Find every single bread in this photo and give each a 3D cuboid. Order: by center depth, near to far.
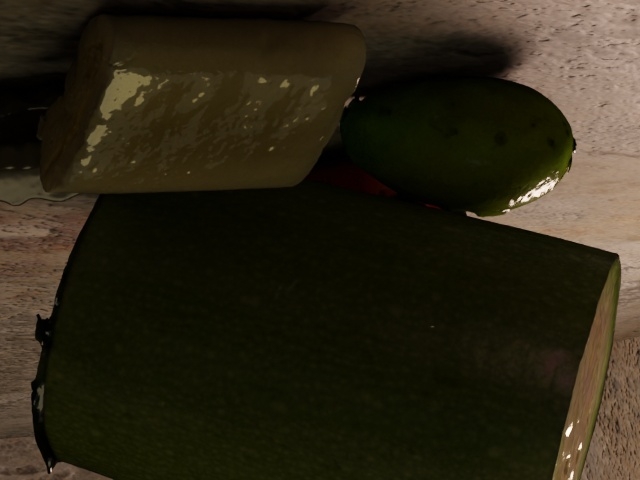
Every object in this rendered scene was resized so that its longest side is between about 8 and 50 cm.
[{"bbox_3d":[-0.073,-0.085,1.097,0.178,0.060,0.139,-1,141,-32],"label":"bread"}]

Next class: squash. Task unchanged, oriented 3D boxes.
[{"bbox_3d":[0.006,0.088,1.307,0.384,0.263,0.263,14,175,13],"label":"squash"}]

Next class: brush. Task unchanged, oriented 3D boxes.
[{"bbox_3d":[-0.113,-0.078,1.175,0.301,0.071,0.084,-12,168,-19],"label":"brush"}]

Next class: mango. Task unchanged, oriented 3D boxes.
[{"bbox_3d":[0.100,-0.069,1.313,0.178,0.100,0.119,5,170,-18],"label":"mango"}]

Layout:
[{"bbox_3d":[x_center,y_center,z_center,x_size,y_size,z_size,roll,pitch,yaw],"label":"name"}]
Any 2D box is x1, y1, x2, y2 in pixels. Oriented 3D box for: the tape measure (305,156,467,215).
[{"bbox_3d":[0.001,0.000,1.560,0.253,0.114,0.260,-13,173,17],"label":"tape measure"}]
